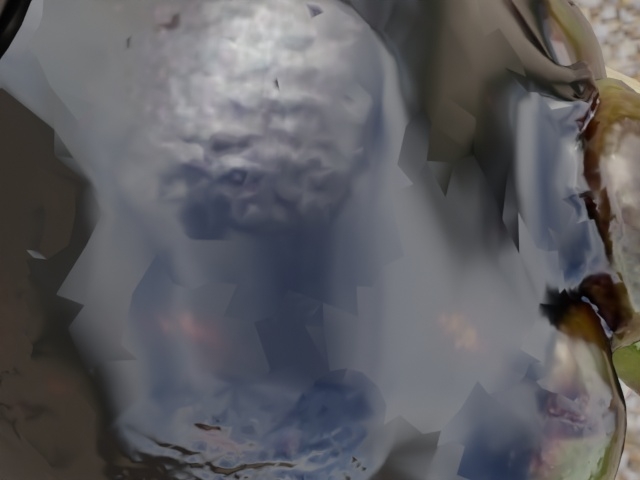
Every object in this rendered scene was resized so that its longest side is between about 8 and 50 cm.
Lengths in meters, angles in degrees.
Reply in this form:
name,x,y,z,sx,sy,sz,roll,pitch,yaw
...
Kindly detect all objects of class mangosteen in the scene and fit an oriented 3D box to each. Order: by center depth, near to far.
name,x,y,z,sx,sy,sz,roll,pitch,yaw
mangosteen,-0.005,0.002,0.549,0.287,0.287,0.233,34,117,-25

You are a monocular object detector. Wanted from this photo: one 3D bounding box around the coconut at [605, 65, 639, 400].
name,x,y,z,sx,sy,sz,roll,pitch,yaw
coconut,0.103,0.001,0.900,0.197,0.237,0.237,31,73,8
